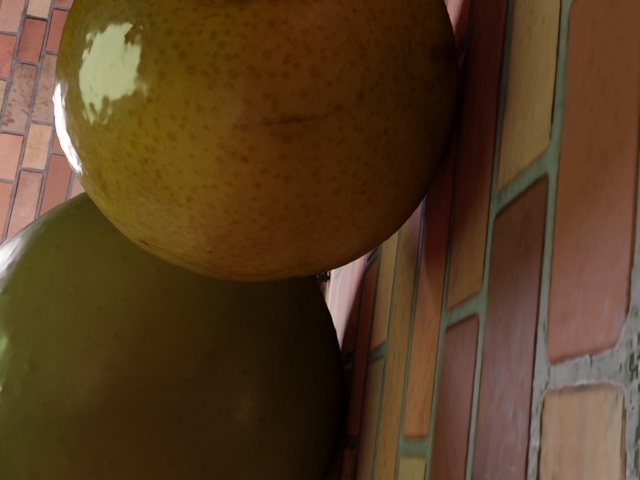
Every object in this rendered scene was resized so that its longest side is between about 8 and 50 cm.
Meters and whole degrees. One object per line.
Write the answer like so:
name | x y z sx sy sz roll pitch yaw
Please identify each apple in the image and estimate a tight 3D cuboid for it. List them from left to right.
apple | -0.192 0.157 1.042 0.473 0.473 0.474 -172 90 -85

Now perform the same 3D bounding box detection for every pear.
pear | -0.045 -0.117 0.689 0.314 0.314 0.315 -172 90 -85

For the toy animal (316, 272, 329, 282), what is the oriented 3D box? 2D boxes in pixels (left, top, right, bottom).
toy animal | 0.000 0.000 1.388 0.065 0.047 0.136 -75 -7 -47
